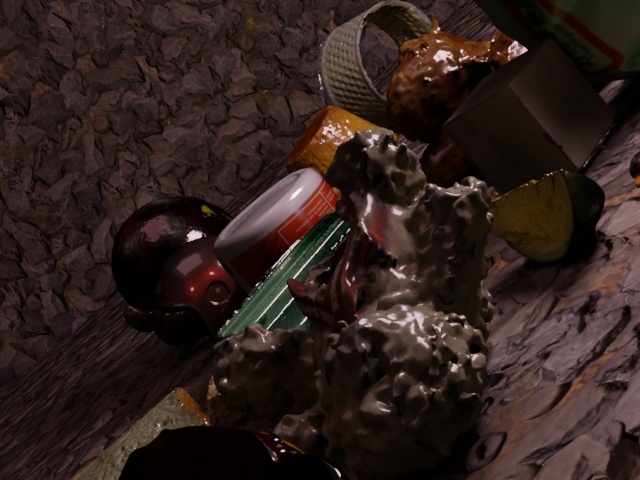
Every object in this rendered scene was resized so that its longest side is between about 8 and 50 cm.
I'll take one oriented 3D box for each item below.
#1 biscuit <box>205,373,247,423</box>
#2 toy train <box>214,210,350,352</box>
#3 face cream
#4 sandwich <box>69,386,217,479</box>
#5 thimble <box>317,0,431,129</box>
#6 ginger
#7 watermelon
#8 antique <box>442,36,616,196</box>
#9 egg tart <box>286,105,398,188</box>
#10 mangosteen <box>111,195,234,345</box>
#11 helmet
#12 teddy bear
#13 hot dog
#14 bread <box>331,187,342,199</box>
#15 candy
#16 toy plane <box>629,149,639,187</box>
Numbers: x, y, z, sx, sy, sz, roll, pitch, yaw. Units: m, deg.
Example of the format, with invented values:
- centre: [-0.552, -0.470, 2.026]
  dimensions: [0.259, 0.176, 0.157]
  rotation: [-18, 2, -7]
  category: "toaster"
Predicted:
- centre: [-0.109, 0.189, 1.649]
  dimensions: [0.082, 0.070, 0.168]
  rotation: [-40, 13, 19]
  category: "biscuit"
- centre: [0.014, 0.074, 1.545]
  dimensions: [0.178, 0.138, 0.330]
  rotation: [-20, 23, 49]
  category: "toy train"
- centre: [-0.033, 0.019, 1.762]
  dimensions: [0.201, 0.187, 0.201]
  rotation: [-38, 11, 9]
  category: "face cream"
- centre: [-0.247, 0.311, 1.575]
  dimensions: [0.251, 0.087, 0.226]
  rotation: [-41, 10, -8]
  category: "sandwich"
- centre: [0.142, -0.387, 2.621]
  dimensions: [0.271, 0.271, 0.150]
  rotation: [-47, 15, -33]
  category: "thimble"
- centre: [0.275, -0.260, 1.761]
  dimensions: [0.418, 0.254, 0.176]
  rotation: [-35, 5, -3]
  category: "ginger"
- centre: [0.257, -0.031, 1.280]
  dimensions: [0.075, 0.092, 0.181]
  rotation: [-29, -2, -24]
  category: "watermelon"
- centre: [0.279, -0.157, 1.540]
  dimensions: [0.148, 0.152, 0.146]
  rotation: [-50, 13, -34]
  category: "antique"
- centre: [0.039, -0.148, 2.254]
  dimensions: [0.215, 0.170, 0.215]
  rotation: [-52, 13, 17]
  category: "egg tart"
- centre: [-0.267, 0.056, 2.239]
  dimensions: [0.288, 0.288, 0.288]
  rotation: [-38, 11, 9]
  category: "mangosteen"
- centre: [-0.179, 0.088, 2.033]
  dimensions: [0.215, 0.193, 0.189]
  rotation: [2, 4, -14]
  category: "helmet"
- centre: [0.057, 0.091, 1.150]
  dimensions: [0.357, 0.224, 0.367]
  rotation: [-58, 11, 8]
  category: "teddy bear"
- centre: [-0.064, 0.269, 1.081]
  dimensions: [0.326, 0.107, 0.194]
  rotation: [11, 83, 52]
  category: "hot dog"
- centre: [0.001, 0.001, 1.928]
  dimensions: [0.271, 0.139, 0.077]
  rotation: [-39, 50, 9]
  category: "bread"
- centre: [0.335, -0.319, 1.528]
  dimensions: [0.263, 0.397, 0.172]
  rotation: [-12, 61, 65]
  category: "candy"
- centre: [0.451, -0.159, 1.138]
  dimensions: [0.316, 0.103, 0.204]
  rotation: [-36, 11, -20]
  category: "toy plane"
